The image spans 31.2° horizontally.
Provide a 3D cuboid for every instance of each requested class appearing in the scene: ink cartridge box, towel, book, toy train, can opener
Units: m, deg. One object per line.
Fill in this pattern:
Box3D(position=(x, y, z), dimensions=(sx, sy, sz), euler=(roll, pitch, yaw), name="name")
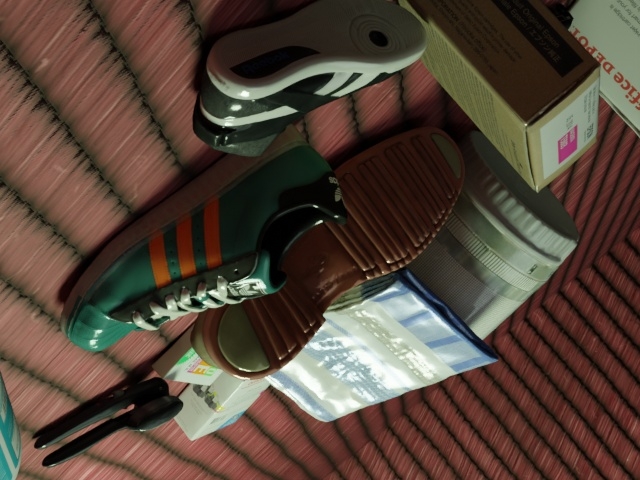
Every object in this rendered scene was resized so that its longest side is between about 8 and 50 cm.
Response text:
Box3D(position=(-0.121, 0.196, 1.617), dimensions=(0.181, 0.061, 0.104), euler=(-49, 161, 29), name="ink cartridge box")
Box3D(position=(0.049, 0.140, 1.435), dimensions=(0.285, 0.034, 0.209), euler=(-24, 129, 33), name="towel")
Box3D(position=(-0.149, 0.139, 1.478), dimensions=(0.096, 0.035, 0.144), euler=(-45, 161, 6), name="book")
Box3D(position=(0.238, -0.238, 1.304), dimensions=(0.158, 0.036, 0.027), euler=(-25, 158, -40), name="toy train")
Box3D(position=(-0.262, 0.219, 1.403), dimensions=(0.186, 0.059, 0.073), euler=(-19, -177, -26), name="can opener")
Box3D(position=(0.169, -0.166, 1.074), dimensions=(0.088, 0.193, 0.235), euler=(-40, 164, 2), name="ink cartridge box")
Box3D(position=(0.432, -0.276, 1.337), dimensions=(0.114, 0.197, 0.273), euler=(-20, 155, -48), name="ink cartridge box")

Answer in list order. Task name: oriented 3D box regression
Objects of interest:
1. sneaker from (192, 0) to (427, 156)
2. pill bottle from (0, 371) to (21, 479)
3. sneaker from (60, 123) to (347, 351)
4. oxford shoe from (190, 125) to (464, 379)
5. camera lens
Box3D(position=(-0.018, -0.136, 0.979), dimensions=(0.217, 0.079, 0.121), euler=(-18, 157, -33), name="sneaker")
Box3D(position=(-0.327, 0.159, 0.947), dimensions=(0.146, 0.146, 0.264), euler=(-32, 161, -22), name="pill bottle")
Box3D(position=(-0.109, 0.022, 1.095), dimensions=(0.302, 0.121, 0.108), euler=(-39, 163, 1), name="sneaker")
Box3D(position=(0.000, 0.000, 1.329), dimensions=(0.397, 0.140, 0.146), euler=(-38, -165, -21), name="oxford shoe")
Box3D(position=(0.172, 0.019, 1.510), dimensions=(0.274, 0.219, 0.219), euler=(-46, 162, 21), name="camera lens")
